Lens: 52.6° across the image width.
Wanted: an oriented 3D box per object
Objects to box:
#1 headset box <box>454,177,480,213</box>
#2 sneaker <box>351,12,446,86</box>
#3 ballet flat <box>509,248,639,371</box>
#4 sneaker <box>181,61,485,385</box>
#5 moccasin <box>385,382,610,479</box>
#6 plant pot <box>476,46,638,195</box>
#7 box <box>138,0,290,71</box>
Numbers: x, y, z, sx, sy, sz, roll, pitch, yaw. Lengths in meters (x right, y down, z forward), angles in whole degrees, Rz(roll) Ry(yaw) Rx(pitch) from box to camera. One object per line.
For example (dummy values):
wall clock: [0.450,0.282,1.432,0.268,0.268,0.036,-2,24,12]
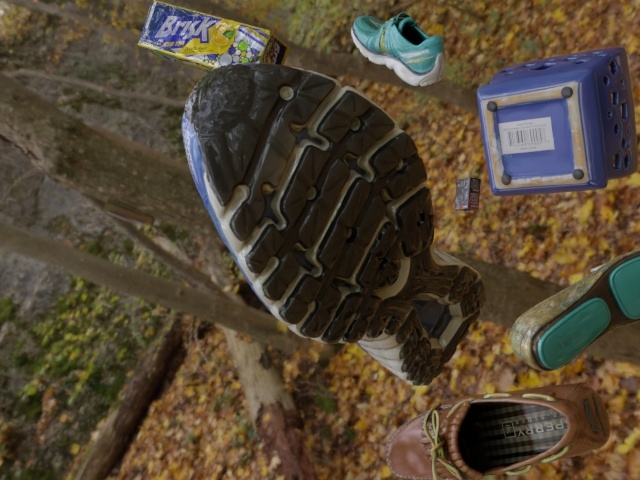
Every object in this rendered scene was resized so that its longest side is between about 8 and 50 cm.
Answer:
headset box: [0.352,-0.106,1.549,0.062,0.032,0.083,177,97,-71]
sneaker: [0.165,-0.418,1.335,0.107,0.275,0.110,-25,-45,-24]
ballet flat: [0.468,0.100,1.094,0.348,0.123,0.123,-29,-5,-11]
sneaker: [0.000,0.000,0.449,0.130,0.147,0.330,-54,-36,-10]
moccasin: [0.236,0.306,0.980,0.380,0.147,0.139,-23,68,46]
plant pot: [0.415,-0.202,1.160,0.212,0.236,0.236,-29,-68,-48]
box: [-0.126,-0.226,0.754,0.054,0.169,0.059,13,-82,-68]
